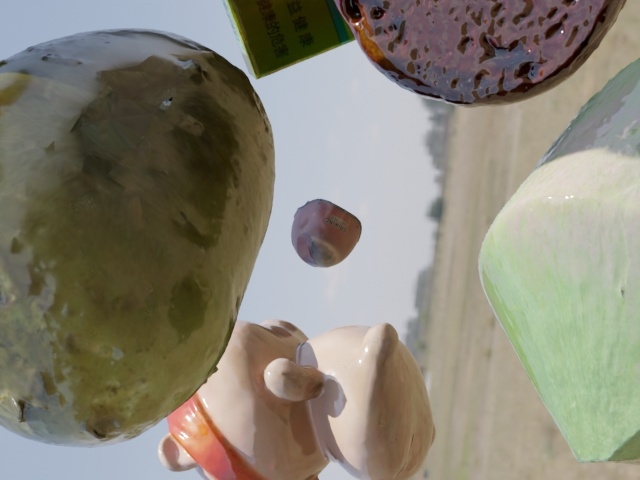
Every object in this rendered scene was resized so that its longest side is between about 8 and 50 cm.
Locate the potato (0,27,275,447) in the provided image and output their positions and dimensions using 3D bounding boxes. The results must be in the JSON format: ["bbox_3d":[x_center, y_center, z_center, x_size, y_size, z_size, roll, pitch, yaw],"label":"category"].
[{"bbox_3d":[-0.129,-0.015,0.828,0.173,0.210,0.307,-62,0,37],"label":"potato"}]

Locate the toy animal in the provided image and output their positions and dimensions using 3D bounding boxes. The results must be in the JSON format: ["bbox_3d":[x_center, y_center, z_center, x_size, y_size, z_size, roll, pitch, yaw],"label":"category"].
[{"bbox_3d":[-0.019,0.133,1.099,0.171,0.197,0.171,-8,-90,-76],"label":"toy animal"}]

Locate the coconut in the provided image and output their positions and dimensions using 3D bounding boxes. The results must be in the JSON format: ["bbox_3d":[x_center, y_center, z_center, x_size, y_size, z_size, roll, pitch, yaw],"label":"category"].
[{"bbox_3d":[0.191,0.019,0.718,0.236,0.204,0.236,-55,-2,-3],"label":"coconut"}]

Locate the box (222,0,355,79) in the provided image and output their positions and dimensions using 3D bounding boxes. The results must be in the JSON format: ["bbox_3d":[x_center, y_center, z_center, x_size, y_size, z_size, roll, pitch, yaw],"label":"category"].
[{"bbox_3d":[0.018,-0.211,1.045,0.030,0.193,0.121,-131,19,-67],"label":"box"}]

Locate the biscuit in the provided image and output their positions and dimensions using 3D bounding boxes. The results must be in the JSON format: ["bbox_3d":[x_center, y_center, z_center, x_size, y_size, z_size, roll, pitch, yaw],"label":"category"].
[{"bbox_3d":[0.094,-0.175,0.847,0.049,0.192,0.192,-36,-47,-76],"label":"biscuit"}]

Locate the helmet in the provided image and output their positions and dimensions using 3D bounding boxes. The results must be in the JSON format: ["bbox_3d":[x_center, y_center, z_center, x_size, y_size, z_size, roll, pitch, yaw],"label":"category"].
[{"bbox_3d":[-0.001,0.001,1.312,0.049,0.065,0.084,-65,5,-25],"label":"helmet"}]
